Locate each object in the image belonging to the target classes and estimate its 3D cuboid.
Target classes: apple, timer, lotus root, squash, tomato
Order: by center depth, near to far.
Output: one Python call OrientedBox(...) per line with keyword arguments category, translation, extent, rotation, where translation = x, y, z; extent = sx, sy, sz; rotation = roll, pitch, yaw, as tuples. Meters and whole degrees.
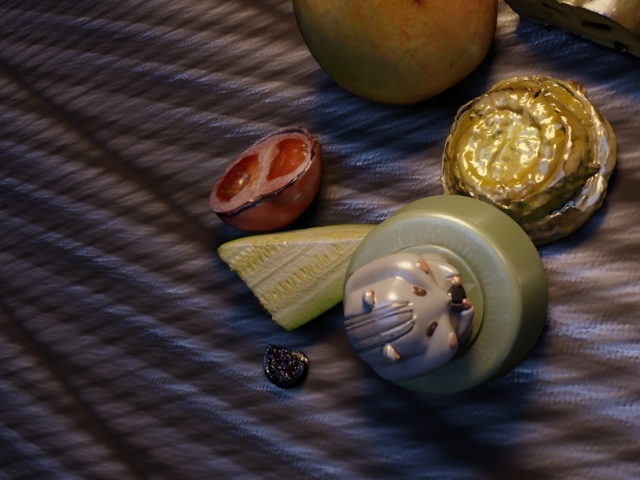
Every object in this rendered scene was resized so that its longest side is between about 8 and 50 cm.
OrientedBox(category="timer", translation=(0.133, 0.087, 0.961), extent=(0.290, 0.315, 0.291), rotation=(2, 95, 25))
OrientedBox(category="lotus root", translation=(0.422, -0.430, 1.037), extent=(0.267, 0.149, 0.260), rotation=(41, 103, 45))
OrientedBox(category="apple", translation=(0.111, -0.385, 1.162), extent=(0.319, 0.277, 0.319), rotation=(-14, 65, 31))
OrientedBox(category="squash", translation=(0.000, 0.000, 1.223), extent=(0.288, 0.111, 0.203), rotation=(-40, 92, 20))
OrientedBox(category="tomato", translation=(-0.079, -0.098, 1.300), extent=(0.227, 0.112, 0.199), rotation=(-20, 39, 24))

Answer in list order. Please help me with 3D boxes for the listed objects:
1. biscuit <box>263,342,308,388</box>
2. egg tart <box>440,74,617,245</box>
OrientedBox(category="biscuit", translation=(-0.061, 0.214, 1.257), extent=(0.087, 0.027, 0.089), rotation=(-33, 62, 21))
OrientedBox(category="egg tart", translation=(0.298, -0.126, 1.091), extent=(0.278, 0.095, 0.279), rotation=(-8, 75, 29))
